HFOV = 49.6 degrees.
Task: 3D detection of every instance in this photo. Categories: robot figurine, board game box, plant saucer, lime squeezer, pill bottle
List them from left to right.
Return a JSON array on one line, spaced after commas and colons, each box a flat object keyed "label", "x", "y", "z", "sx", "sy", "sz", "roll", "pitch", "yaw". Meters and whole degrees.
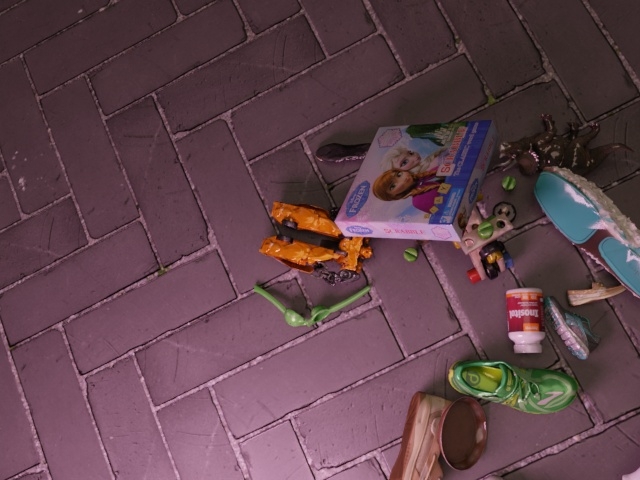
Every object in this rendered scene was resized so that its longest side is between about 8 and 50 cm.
[{"label": "lime squeezer", "x": -0.025, "y": 0.171, "z": 1.787, "sx": 0.310, "sy": 0.059, "sz": 0.110, "roll": -1, "pitch": 49, "yaw": 12}, {"label": "robot figurine", "x": 0.000, "y": 0.000, "z": 1.791, "sx": 0.290, "sy": 0.085, "sz": 0.211, "roll": 15, "pitch": 82, "yaw": 14}, {"label": "board game box", "x": 0.231, "y": -0.147, "z": 1.666, "sx": 0.317, "sy": 0.066, "sz": 0.319, "roll": 2, "pitch": 55, "yaw": 37}, {"label": "plant saucer", "x": 0.327, "y": 0.449, "z": 1.617, "sx": 0.029, "sy": 0.168, "sz": 0.169, "roll": -6, "pitch": 74, "yaw": 50}, {"label": "pill bottle", "x": 0.491, "y": 0.192, "z": 1.654, "sx": 0.086, "sy": 0.086, "sz": 0.152, "roll": -3, "pitch": 78, "yaw": 11}]

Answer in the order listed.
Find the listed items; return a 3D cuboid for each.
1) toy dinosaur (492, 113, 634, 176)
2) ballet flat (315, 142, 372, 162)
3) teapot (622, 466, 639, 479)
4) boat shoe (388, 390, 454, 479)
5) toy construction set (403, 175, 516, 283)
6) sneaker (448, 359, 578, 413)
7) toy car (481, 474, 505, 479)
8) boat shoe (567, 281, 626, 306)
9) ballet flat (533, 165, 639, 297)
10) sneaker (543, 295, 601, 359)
[{"label": "toy dinosaur", "x": 0.598, "y": -0.220, "z": 1.718, "sx": 0.313, "sy": 0.121, "sz": 0.161, "roll": 13, "pitch": 94, "yaw": 9}, {"label": "ballet flat", "x": 0.070, "y": -0.229, "z": 1.849, "sx": 0.173, "sy": 0.049, "sz": 0.058, "roll": 1, "pitch": 73, "yaw": 18}, {"label": "teapot", "x": 0.838, "y": 0.492, "z": 1.482, "sx": 0.252, "sy": 0.187, "sz": 0.256, "roll": -31, "pitch": 51, "yaw": -29}, {"label": "boat shoe", "x": 0.236, "y": 0.533, "z": 1.618, "sx": 0.110, "sy": 0.121, "sz": 0.341, "roll": 16, "pitch": 82, "yaw": -4}, {"label": "toy construction set", "x": 0.323, "y": -0.034, "z": 1.655, "sx": 0.308, "sy": 0.237, "sz": 0.258, "roll": -4, "pitch": 78, "yaw": 11}, {"label": "sneaker", "x": 0.447, "y": 0.341, "z": 1.614, "sx": 0.295, "sy": 0.123, "sz": 0.110, "roll": 5, "pitch": 80, "yaw": 11}, {"label": "toy car", "x": 0.386, "y": 0.634, "z": 1.560, "sx": 0.182, "sy": 0.136, "sz": 0.159, "roll": -34, "pitch": 75, "yaw": 3}, {"label": "boat shoe", "x": 0.657, "y": 0.121, "z": 1.654, "sx": 0.135, "sy": 0.050, "sz": 0.045, "roll": -16, "pitch": 82, "yaw": 8}, {"label": "ballet flat", "x": 0.681, "y": -0.025, "z": 1.650, "sx": 0.147, "sy": 0.147, "sz": 0.409, "roll": -41, "pitch": 77, "yaw": 1}, {"label": "sneaker", "x": 0.600, "y": 0.198, "z": 1.653, "sx": 0.076, "sy": 0.065, "sz": 0.167, "roll": -30, "pitch": 77, "yaw": -13}]
